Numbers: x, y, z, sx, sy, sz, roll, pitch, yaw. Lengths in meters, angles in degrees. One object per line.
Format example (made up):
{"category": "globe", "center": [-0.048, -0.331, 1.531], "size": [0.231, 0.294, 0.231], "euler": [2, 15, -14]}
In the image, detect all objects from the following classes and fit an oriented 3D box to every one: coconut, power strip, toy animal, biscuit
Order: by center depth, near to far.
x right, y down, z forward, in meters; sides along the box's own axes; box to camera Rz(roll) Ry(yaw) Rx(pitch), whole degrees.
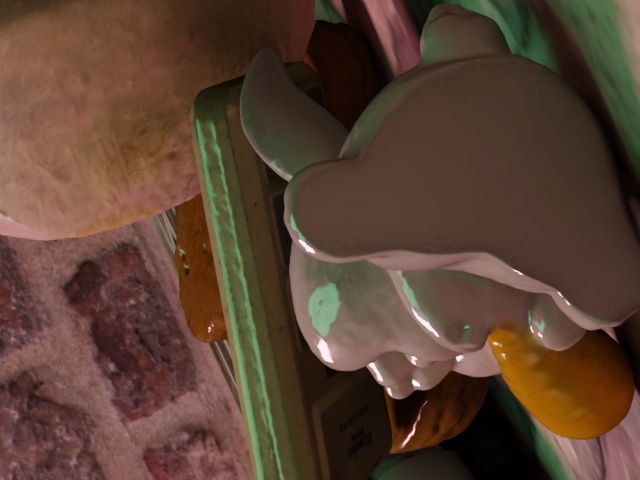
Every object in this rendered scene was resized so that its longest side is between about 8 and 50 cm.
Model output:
{"category": "toy animal", "center": [0.041, -0.009, 0.604], "size": [0.182, 0.131, 0.127], "euler": [145, 134, -76]}
{"category": "power strip", "center": [-0.007, 0.023, 0.710], "size": [0.076, 0.028, 0.169], "euler": [-32, -67, -62]}
{"category": "coconut", "center": [-0.112, -0.113, 0.770], "size": [0.230, 0.227, 0.227], "euler": [88, 158, -54]}
{"category": "biscuit", "center": [0.000, 0.000, 0.851], "size": [0.301, 0.049, 0.197], "euler": [-146, 50, -63]}

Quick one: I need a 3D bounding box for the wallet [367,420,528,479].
{"category": "wallet", "center": [0.082, 0.168, 0.873], "size": [0.176, 0.075, 0.250], "euler": [63, 177, -34]}
